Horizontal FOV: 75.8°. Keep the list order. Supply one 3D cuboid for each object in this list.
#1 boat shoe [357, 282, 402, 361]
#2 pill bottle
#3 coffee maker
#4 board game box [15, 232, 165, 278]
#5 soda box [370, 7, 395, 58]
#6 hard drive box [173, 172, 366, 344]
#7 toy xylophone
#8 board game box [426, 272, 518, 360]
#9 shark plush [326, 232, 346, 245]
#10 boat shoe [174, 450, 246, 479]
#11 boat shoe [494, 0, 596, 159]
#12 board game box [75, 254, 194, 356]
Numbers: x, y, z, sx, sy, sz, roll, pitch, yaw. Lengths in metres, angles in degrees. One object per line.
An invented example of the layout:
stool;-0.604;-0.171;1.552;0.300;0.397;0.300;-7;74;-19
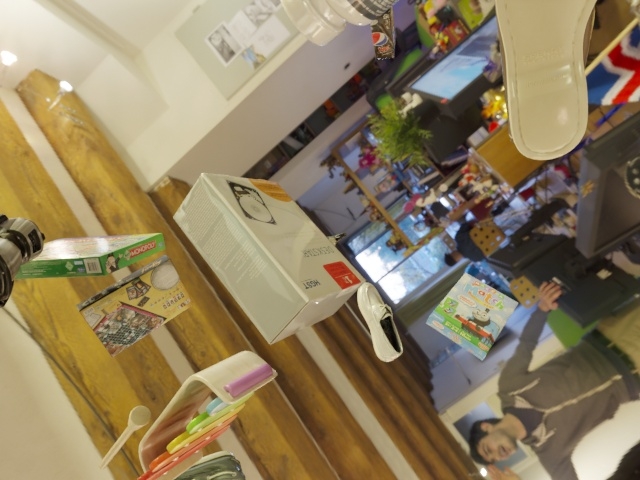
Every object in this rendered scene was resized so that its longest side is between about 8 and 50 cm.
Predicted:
boat shoe;0.136;0.176;0.924;0.066;0.063;0.184;6;-120;-32
pill bottle;0.046;-0.284;0.407;0.108;0.180;0.108;28;-131;-38
coffee maker;-0.589;0.025;0.694;0.171;0.120;0.178;15;-166;-23
board game box;-0.566;0.035;0.966;0.213;0.317;0.046;-50;-45;-70
soda box;0.164;-0.553;1.075;0.169;0.053;0.060;46;-131;-70
hard drive box;-0.069;0.015;0.606;0.232;0.089;0.181;48;-157;16
toy xylophone;-0.224;0.311;0.691;0.081;0.323;0.236;48;-144;19
board game box;0.403;0.192;1.086;0.160;0.211;0.039;33;138;25
shark plush;0.000;0.000;1.107;0.067;0.161;0.073;32;147;50
boat shoe;-0.312;0.567;0.892;0.319;0.116;0.099;-8;-164;-38
boat shoe;0.274;-0.267;0.500;0.097;0.116;0.325;-63;-37;-54
board game box;-0.480;0.171;1.090;0.042;0.243;0.165;22;137;46
